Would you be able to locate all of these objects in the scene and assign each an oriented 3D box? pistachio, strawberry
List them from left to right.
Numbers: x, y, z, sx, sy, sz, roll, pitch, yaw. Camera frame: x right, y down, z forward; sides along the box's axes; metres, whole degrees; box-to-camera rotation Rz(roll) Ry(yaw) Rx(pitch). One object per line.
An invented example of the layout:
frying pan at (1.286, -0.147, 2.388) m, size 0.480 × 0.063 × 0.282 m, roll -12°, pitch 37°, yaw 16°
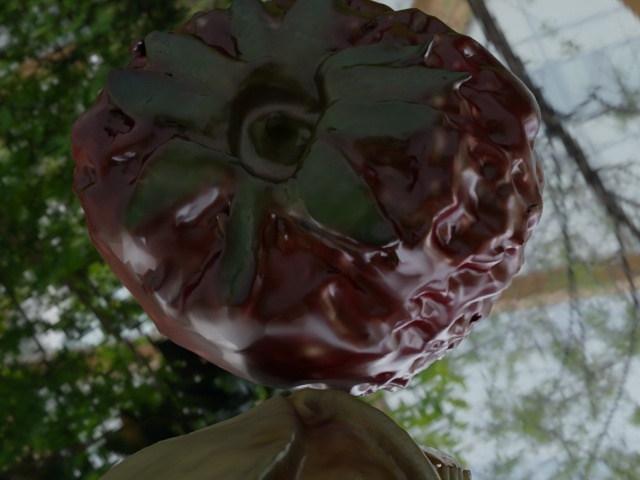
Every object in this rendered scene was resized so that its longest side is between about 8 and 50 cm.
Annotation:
pistachio at (-0.024, 0.153, 0.574) m, size 0.187 × 0.187 × 0.299 m, roll -35°, pitch 180°, yaw -16°
strawberry at (0.000, 0.000, 0.946) m, size 0.317 × 0.345 × 0.295 m, roll -6°, pitch -127°, yaw 5°

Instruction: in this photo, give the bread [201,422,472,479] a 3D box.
bread at (0.004, 0.170, 0.838) m, size 0.190 × 0.114 × 0.132 m, roll 7°, pitch 165°, yaw -22°
